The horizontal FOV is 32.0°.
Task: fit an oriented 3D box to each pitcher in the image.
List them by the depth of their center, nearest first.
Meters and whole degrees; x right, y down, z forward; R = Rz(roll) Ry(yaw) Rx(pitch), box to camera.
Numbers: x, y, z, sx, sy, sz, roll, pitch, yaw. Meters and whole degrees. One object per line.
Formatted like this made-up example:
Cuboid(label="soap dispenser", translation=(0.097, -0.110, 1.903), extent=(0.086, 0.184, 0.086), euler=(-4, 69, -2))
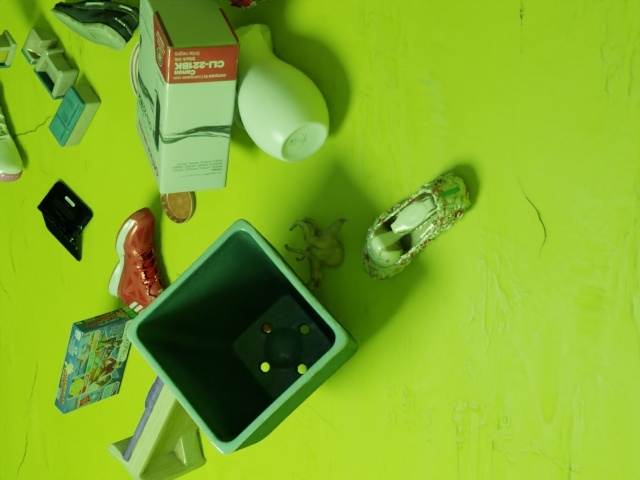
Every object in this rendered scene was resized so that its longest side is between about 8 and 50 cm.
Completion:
Cuboid(label="pitcher", translation=(-0.078, -0.203, 1.724), extent=(0.207, 0.125, 0.178), euler=(57, 147, 30))

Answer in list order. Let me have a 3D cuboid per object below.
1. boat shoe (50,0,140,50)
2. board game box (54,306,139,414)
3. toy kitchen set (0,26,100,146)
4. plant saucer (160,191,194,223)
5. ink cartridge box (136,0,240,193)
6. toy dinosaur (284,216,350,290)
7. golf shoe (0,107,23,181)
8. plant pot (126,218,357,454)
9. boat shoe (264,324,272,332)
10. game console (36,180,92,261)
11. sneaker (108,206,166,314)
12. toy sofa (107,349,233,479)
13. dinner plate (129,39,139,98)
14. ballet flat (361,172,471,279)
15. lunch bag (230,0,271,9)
Cuboid(label="boat shoe", translation=(-0.403, -0.400, 2.009), extent=(0.233, 0.084, 0.079), euler=(22, 78, 45))
Cuboid(label="board game box", translation=(-0.430, 0.229, 2.145), extent=(0.035, 0.136, 0.201), euler=(37, 123, 29))
Cuboid(label="toy kitchen set", translation=(-0.550, -0.283, 2.098), extent=(0.207, 0.166, 0.122), euler=(54, 131, 19))
Cuboid(label="plant saucer", translation=(-0.252, -0.071, 1.983), extent=(0.083, 0.013, 0.084), euler=(14, 111, 41))
Cuboid(label="ink cartridge box", translation=(-0.214, -0.238, 1.755), extent=(0.197, 0.114, 0.273), euler=(-117, 27, -45))
Cuboid(label="toy dinosaur", translation=(0.000, 0.000, 1.754), extent=(0.092, 0.053, 0.183), euler=(36, 133, 13))
Cuboid(label="golf shoe", translation=(-0.697, -0.253, 2.285), extent=(0.306, 0.115, 0.140), euler=(50, 126, 20))
Cuboid(label="plant pot", translation=(-0.092, 0.155, 1.705), extent=(0.248, 0.252, 0.247), euler=(-44, 72, 4))
Cuboid(label="boat shoe", translation=(-0.099, 0.087, 1.864), extent=(0.043, 0.049, 0.137), euler=(-8, 95, 1))
Cuboid(label="game console", translation=(-0.501, -0.038, 2.226), extent=(0.122, 0.071, 0.107), euler=(41, 96, 27))
Cuboid(label="sneaker", translation=(-0.308, 0.050, 2.036), extent=(0.128, 0.087, 0.221), euler=(38, 137, 19))
Cuboid(label="toy sofa", translation=(-0.258, 0.255, 1.982), extent=(0.177, 0.150, 0.363), euler=(44, 127, 24))
Cuboid(label="dinner plate", translation=(-0.285, -0.289, 1.953), extent=(0.141, 0.017, 0.141), euler=(12, 108, 41))
Cuboid(label="ballet flat", translation=(0.117, -0.017, 1.610), extent=(0.091, 0.077, 0.241), euler=(57, 132, 15))
Cuboid(label="lunch bag", translation=(-0.084, -0.498, 1.649), extent=(0.258, 0.120, 0.293), euler=(48, 130, 18))
